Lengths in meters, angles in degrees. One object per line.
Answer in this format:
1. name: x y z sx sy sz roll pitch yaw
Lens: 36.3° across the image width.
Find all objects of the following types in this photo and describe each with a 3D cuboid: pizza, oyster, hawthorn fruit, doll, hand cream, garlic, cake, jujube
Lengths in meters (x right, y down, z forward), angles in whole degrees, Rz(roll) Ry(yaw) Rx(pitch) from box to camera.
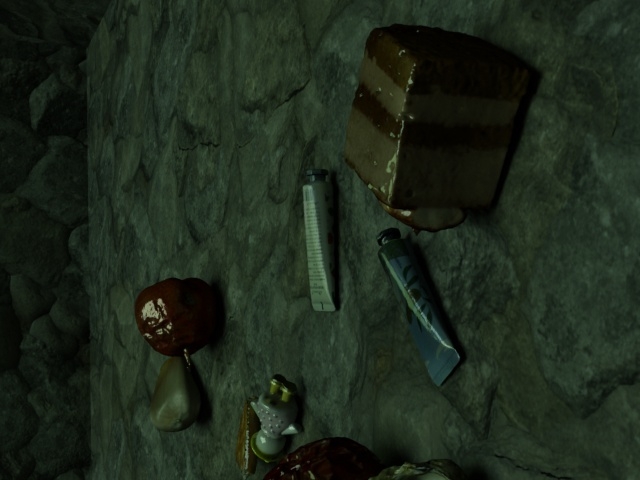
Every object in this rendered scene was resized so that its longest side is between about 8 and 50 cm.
1. pizza: -0.157 0.445 2.149 0.195 0.052 0.185 119 158 -63
2. oyster: 0.195 0.419 1.415 0.294 0.094 0.166 48 124 30
3. hawthorn fruit: -0.346 0.214 2.422 0.207 0.207 0.243 -56 48 46
4. doll: -0.095 0.376 2.010 0.129 0.081 0.207 28 120 27
5. hand cream: 0.155 0.097 1.571 0.091 0.058 0.271 -61 41 47
6. hand cream: 0.000 0.000 1.900 0.095 0.059 0.276 -4 89 63
7. garlic: -0.378 0.407 2.553 0.143 0.112 0.318 -52 30 15
8. cake: 0.161 -0.156 1.440 0.199 0.196 0.293 -130 45 -57
9. jujube: 0.005 0.435 1.597 0.213 0.232 0.213 45 166 15
